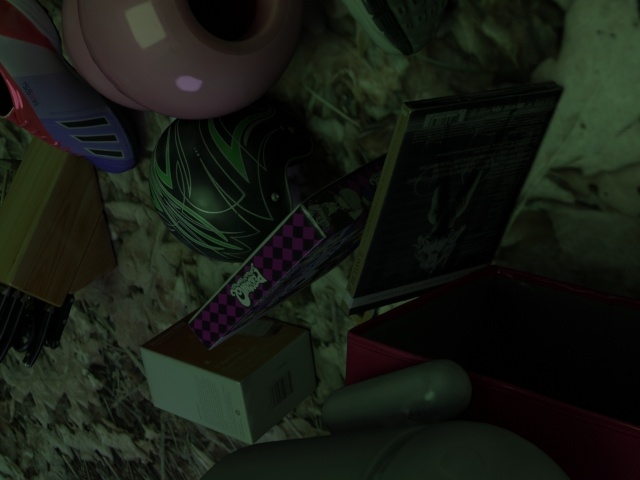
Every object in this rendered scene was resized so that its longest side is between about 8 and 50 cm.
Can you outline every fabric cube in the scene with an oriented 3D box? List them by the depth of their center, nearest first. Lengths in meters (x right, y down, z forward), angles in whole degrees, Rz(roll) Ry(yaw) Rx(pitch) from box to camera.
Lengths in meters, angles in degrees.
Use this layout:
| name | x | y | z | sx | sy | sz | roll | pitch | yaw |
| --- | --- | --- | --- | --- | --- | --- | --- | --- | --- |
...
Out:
| name | x | y | z | sx | sy | sz | roll | pitch | yaw |
| --- | --- | --- | --- | --- | --- | --- | --- | --- | --- |
| fabric cube | 0.185 | 0.194 | 0.781 | 0.259 | 0.254 | 0.258 | 15 | 109 | 35 |

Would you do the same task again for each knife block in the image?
| name | x | y | z | sx | sy | sz | roll | pitch | yaw |
| --- | --- | --- | --- | --- | --- | --- | --- | --- | --- |
| knife block | -0.398 | 0.021 | 1.226 | 0.088 | 0.242 | 0.275 | 13 | 121 | 34 |

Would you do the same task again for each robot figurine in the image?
| name | x | y | z | sx | sy | sz | roll | pitch | yaw |
| --- | --- | --- | --- | --- | --- | --- | --- | --- | --- |
| robot figurine | 0.037 | 0.226 | 0.614 | 0.353 | 0.299 | 0.200 | -16 | 147 | 41 |

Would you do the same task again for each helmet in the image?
| name | x | y | z | sx | sy | sz | roll | pitch | yaw |
| --- | --- | --- | --- | --- | --- | --- | --- | --- | --- |
| helmet | -0.096 | -0.060 | 0.967 | 0.169 | 0.161 | 0.169 | 14 | 134 | 15 |

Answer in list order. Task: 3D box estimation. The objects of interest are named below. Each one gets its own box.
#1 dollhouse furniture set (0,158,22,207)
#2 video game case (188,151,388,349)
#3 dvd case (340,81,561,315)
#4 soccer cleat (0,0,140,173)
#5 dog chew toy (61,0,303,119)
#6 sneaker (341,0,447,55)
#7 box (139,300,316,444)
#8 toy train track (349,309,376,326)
| name | x | y | z | sx | sy | sz | roll | pitch | yaw |
| --- | --- | --- | --- | --- | --- | --- | --- | --- | --- |
| dollhouse furniture set | -0.449 | -0.031 | 1.348 | 0.129 | 0.129 | 0.183 | 17 | 100 | 34 |
| video game case | 0.000 | 0.000 | 0.895 | 0.042 | 0.210 | 0.232 | 52 | 135 | 6 |
| dvd case | 0.111 | -0.034 | 0.816 | 0.018 | 0.165 | 0.221 | 50 | 140 | 37 |
| soccer cleat | -0.319 | -0.160 | 1.066 | 0.109 | 0.116 | 0.318 | 17 | 155 | 28 |
| dog chew toy | -0.160 | -0.219 | 0.920 | 0.332 | 0.207 | 0.206 | 6 | 119 | 59 |
| sneaker | 0.013 | -0.295 | 0.809 | 0.297 | 0.111 | 0.129 | 62 | 156 | -5 |
| box | -0.113 | 0.157 | 1.140 | 0.171 | 0.130 | 0.091 | 12 | 122 | 35 |
| toy train track | 0.058 | 0.079 | 1.033 | 0.048 | 0.014 | 0.083 | 37 | 128 | 29 |
